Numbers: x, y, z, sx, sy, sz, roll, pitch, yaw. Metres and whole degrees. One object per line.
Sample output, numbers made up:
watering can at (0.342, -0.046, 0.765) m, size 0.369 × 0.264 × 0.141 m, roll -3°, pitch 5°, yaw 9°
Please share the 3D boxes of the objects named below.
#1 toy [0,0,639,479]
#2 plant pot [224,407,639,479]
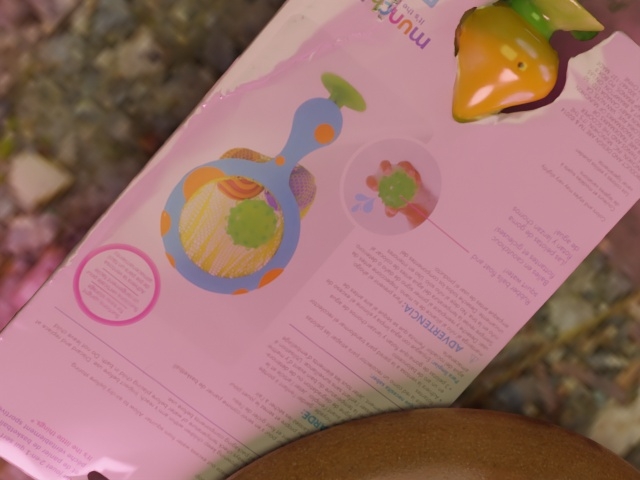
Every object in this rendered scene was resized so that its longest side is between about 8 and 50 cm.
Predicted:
toy at (0.000, 0.000, 0.654) m, size 0.137 × 0.056 × 0.237 m, roll 39°, pitch 101°, yaw -19°
plant pot at (0.033, 0.170, 0.685) m, size 0.236 × 0.032 × 0.236 m, roll -5°, pitch 114°, yaw -11°
